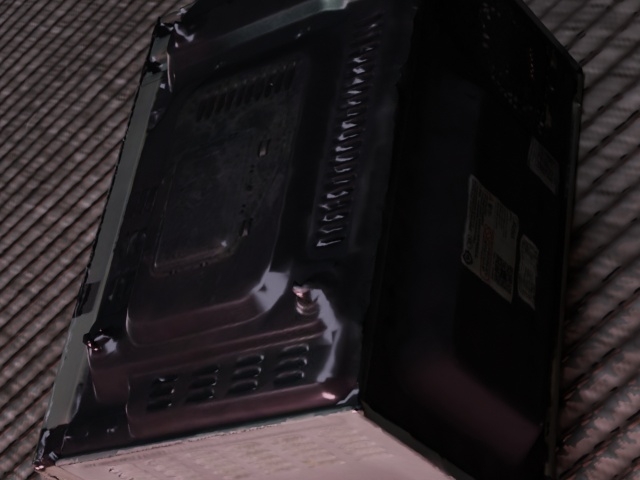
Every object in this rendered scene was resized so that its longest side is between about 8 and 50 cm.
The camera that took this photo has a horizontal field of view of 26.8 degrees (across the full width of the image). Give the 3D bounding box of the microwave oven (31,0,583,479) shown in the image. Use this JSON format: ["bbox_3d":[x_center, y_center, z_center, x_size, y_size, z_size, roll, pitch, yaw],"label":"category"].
[{"bbox_3d":[0.000,0.000,0.716,0.238,0.181,0.295,-16,50,37],"label":"microwave oven"}]
